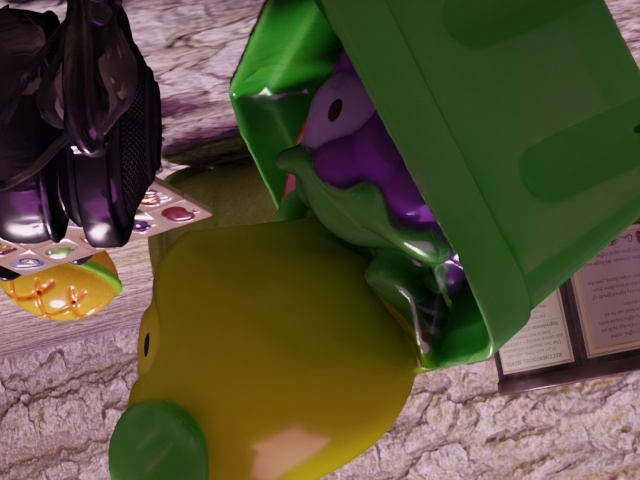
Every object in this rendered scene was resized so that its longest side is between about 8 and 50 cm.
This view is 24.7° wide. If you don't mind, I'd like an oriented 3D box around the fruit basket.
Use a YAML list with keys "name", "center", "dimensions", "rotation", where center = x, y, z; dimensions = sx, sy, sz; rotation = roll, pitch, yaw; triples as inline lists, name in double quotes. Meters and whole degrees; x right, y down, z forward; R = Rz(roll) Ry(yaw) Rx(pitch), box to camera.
- name: "fruit basket"
  center: [0.000, 0.000, 0.921]
  dimensions: [0.392, 0.283, 0.392]
  rotation: [-26, 177, -2]

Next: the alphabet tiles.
- name: "alphabet tiles"
  center: [-0.230, -0.035, 1.121]
  dimensions: [0.198, 0.009, 0.237]
  rotation: [-16, 153, 26]

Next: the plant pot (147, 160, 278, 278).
- name: "plant pot"
  center: [0.028, 0.006, 1.328]
  dimensions: [0.254, 0.276, 0.276]
  rotation: [-27, 168, 24]

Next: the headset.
- name: "headset"
  center: [-0.184, -0.085, 0.738]
  dimensions: [0.243, 0.185, 0.394]
  rotation: [-3, -174, -30]

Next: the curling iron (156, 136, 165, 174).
- name: "curling iron"
  center: [-0.254, -0.045, 1.232]
  dimensions: [0.274, 0.035, 0.068]
  rotation: [-13, 174, 13]

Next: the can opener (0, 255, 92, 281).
- name: "can opener"
  center: [-0.256, -0.005, 1.340]
  dimensions: [0.073, 0.059, 0.186]
  rotation: [17, -169, 7]

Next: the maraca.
- name: "maraca"
  center: [-0.304, 0.030, 1.575]
  dimensions: [0.185, 0.099, 0.127]
  rotation: [18, 155, -19]

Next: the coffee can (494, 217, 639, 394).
- name: "coffee can"
  center: [0.269, 0.017, 1.610]
  dimensions: [0.201, 0.275, 0.201]
  rotation: [-10, 174, -1]
